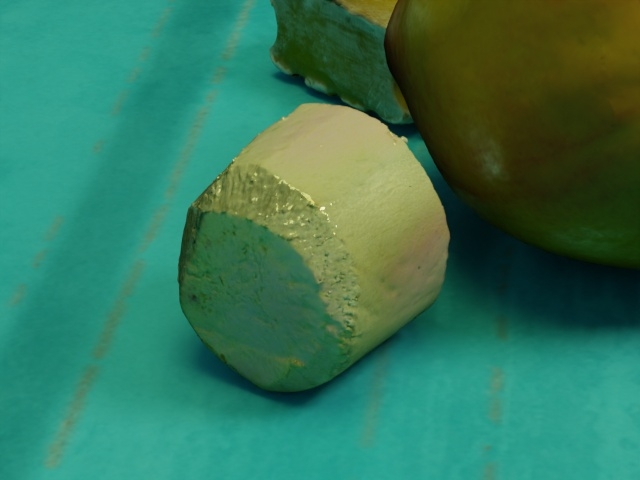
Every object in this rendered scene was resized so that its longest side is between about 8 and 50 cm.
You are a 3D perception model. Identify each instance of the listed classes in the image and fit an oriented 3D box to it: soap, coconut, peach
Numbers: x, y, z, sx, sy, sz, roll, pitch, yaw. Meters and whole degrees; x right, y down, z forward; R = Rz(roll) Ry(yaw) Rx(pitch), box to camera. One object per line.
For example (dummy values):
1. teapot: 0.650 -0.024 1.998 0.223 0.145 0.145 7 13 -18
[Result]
1. soap: 0.116 -0.182 1.430 0.274 0.089 0.173 -22 34 -33
2. coconut: 0.000 0.000 1.057 0.147 0.147 0.153 18 37 31
3. peach: 0.196 -0.116 1.137 0.289 0.289 0.308 -22 -4 -32
